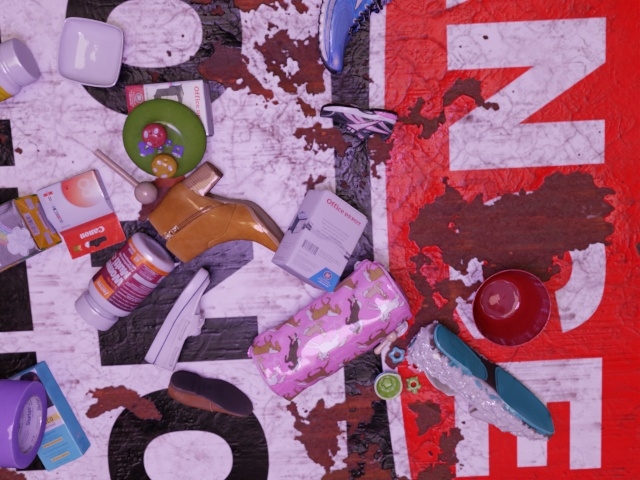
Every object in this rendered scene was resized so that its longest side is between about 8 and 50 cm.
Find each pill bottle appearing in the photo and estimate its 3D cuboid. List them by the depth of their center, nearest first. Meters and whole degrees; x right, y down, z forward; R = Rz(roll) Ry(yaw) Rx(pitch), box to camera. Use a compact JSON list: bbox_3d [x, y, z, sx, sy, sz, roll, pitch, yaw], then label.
[{"bbox_3d":[-0.740,-0.357,1.440,0.208,0.119,0.119,-23,97,3],"label":"pill bottle"},{"bbox_3d":[-0.452,0.096,1.504,0.121,0.121,0.221,45,95,-6],"label":"pill bottle"}]

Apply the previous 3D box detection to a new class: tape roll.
[{"bbox_3d":[-0.681,0.405,1.449,0.080,0.189,0.189,3,98,-1],"label":"tape roll"}]

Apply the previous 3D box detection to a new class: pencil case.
[{"bbox_3d":[0.020,0.206,1.507,0.386,0.167,0.160,-36,132,4],"label":"pencil case"}]

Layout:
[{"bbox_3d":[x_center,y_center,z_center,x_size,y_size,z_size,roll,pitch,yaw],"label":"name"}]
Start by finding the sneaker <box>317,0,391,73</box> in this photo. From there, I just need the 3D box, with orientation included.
[{"bbox_3d":[0.082,-0.523,1.420,0.147,0.130,0.330,17,97,0],"label":"sneaker"}]

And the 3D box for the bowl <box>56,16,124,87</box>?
[{"bbox_3d":[-0.510,-0.418,1.467,0.142,0.053,0.142,11,97,-3],"label":"bowl"}]

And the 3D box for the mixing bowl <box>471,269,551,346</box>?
[{"bbox_3d":[0.432,0.148,1.530,0.181,0.098,0.181,0,98,-1],"label":"mixing bowl"}]

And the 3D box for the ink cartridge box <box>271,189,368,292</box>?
[{"bbox_3d":[0.000,0.000,1.467,0.140,0.082,0.190,34,76,-29],"label":"ink cartridge box"}]

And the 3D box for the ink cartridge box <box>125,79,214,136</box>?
[{"bbox_3d":[-0.337,-0.291,1.476,0.175,0.072,0.127,-5,98,0],"label":"ink cartridge box"}]

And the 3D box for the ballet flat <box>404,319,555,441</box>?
[{"bbox_3d":[0.368,0.345,1.554,0.409,0.147,0.147,40,96,-8],"label":"ballet flat"}]

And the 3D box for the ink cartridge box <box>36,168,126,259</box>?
[{"bbox_3d":[-0.556,-0.058,1.522,0.145,0.045,0.179,-20,95,3],"label":"ink cartridge box"}]

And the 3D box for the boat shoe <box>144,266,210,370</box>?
[{"bbox_3d":[-0.315,0.190,1.533,0.088,0.096,0.267,30,98,-8],"label":"boat shoe"}]

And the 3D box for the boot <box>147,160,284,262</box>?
[{"bbox_3d":[-0.236,-0.016,1.511,0.295,0.104,0.211,44,101,-2],"label":"boot"}]

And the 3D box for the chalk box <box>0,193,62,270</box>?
[{"bbox_3d":[-0.731,0.001,1.485,0.213,0.132,0.132,-24,98,4],"label":"chalk box"}]

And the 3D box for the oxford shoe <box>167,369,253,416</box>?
[{"bbox_3d":[-0.267,0.381,1.583,0.212,0.076,0.076,23,127,-6],"label":"oxford shoe"}]

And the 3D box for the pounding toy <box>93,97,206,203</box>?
[{"bbox_3d":[-0.361,-0.185,1.408,0.237,0.110,0.183,-38,114,16],"label":"pounding toy"}]

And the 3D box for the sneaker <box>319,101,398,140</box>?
[{"bbox_3d":[0.084,-0.266,1.487,0.178,0.072,0.077,11,108,4],"label":"sneaker"}]

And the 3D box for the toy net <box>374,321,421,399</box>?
[{"bbox_3d":[0.188,0.264,1.571,0.122,0.045,0.232,-1,98,0],"label":"toy net"}]

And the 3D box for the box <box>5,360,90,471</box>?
[{"bbox_3d":[-0.662,0.423,1.578,0.100,0.060,0.244,-26,98,3],"label":"box"}]
